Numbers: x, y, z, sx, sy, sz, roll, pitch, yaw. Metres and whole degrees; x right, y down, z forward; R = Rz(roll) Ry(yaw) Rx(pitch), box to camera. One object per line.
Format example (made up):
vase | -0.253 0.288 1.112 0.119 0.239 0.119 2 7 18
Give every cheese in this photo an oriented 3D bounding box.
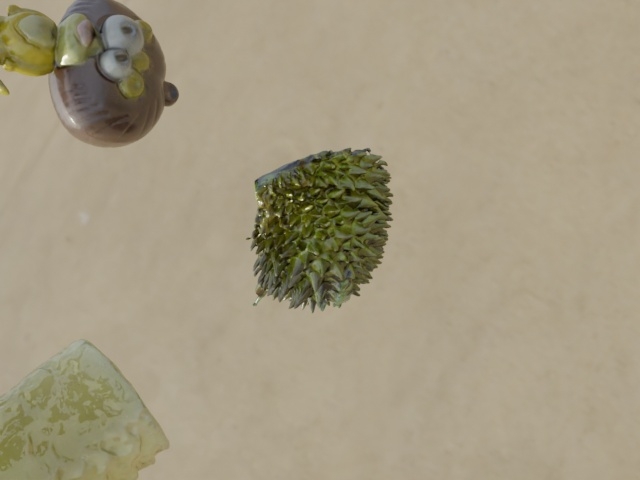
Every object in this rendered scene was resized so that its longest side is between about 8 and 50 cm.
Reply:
cheese | -0.215 0.166 1.258 0.167 0.094 0.123 -37 56 -13

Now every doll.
doll | -0.211 -0.150 1.411 0.096 0.188 0.145 -40 65 43

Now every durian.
durian | 0.007 0.007 1.306 0.221 0.137 0.095 98 151 -70
